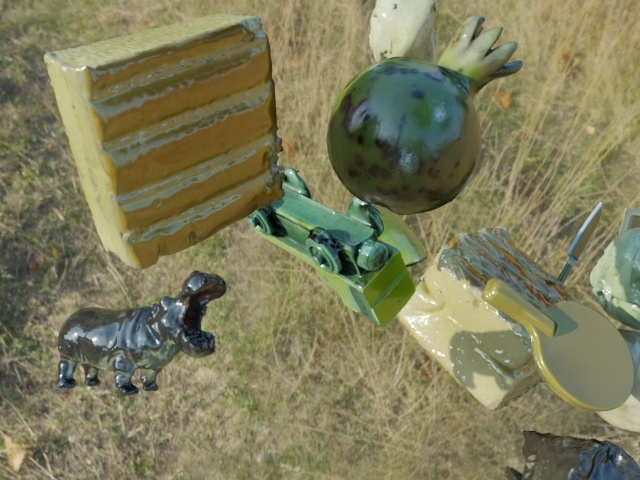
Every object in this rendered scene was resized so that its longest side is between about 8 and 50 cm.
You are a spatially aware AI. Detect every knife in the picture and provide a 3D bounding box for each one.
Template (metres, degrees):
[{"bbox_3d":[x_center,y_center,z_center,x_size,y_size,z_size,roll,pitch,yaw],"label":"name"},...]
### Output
[{"bbox_3d":[0.714,0.041,1.815,0.027,0.061,0.343,23,76,48],"label":"knife"}]

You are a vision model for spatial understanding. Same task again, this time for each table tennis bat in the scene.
[{"bbox_3d":[0.431,0.174,1.167,0.321,0.050,0.198,35,59,1],"label":"table tennis bat"}]

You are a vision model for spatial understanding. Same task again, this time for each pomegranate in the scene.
[{"bbox_3d":[0.146,-0.179,0.920,0.242,0.306,0.242,30,26,-16],"label":"pomegranate"}]

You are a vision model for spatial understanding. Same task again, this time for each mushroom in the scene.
[{"bbox_3d":[0.639,0.280,1.316,0.255,0.255,0.184,37,71,21],"label":"mushroom"}]

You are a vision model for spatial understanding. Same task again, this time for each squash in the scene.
[{"bbox_3d":[0.198,0.046,1.923,0.234,0.210,0.309,-13,36,-11],"label":"squash"}]

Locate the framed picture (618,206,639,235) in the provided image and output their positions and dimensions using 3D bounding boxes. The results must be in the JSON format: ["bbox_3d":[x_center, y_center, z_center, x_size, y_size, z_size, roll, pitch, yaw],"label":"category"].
[{"bbox_3d":[0.826,0.057,1.486,0.296,0.232,0.019,12,18,12],"label":"framed picture"}]

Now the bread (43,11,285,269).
[{"bbox_3d":[-0.153,-0.118,0.734,0.111,0.239,0.246,25,43,38],"label":"bread"}]

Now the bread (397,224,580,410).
[{"bbox_3d":[0.462,0.194,1.708,0.371,0.279,0.390,-12,50,-44],"label":"bread"}]

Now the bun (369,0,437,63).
[{"bbox_3d":[0.170,-0.446,1.330,0.145,0.229,0.229,-7,51,10],"label":"bun"}]

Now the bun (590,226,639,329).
[{"bbox_3d":[0.626,0.082,1.308,0.127,0.204,0.212,-12,95,-1],"label":"bun"}]

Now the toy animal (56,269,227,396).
[{"bbox_3d":[-0.294,0.168,1.083,0.343,0.106,0.168,-18,76,23],"label":"toy animal"}]

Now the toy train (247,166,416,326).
[{"bbox_3d":[0.000,0.000,1.282,0.150,0.237,0.369,-44,47,-19],"label":"toy train"}]

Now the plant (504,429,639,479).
[{"bbox_3d":[0.433,0.454,1.172,0.199,0.276,0.188,22,61,-13],"label":"plant"}]
